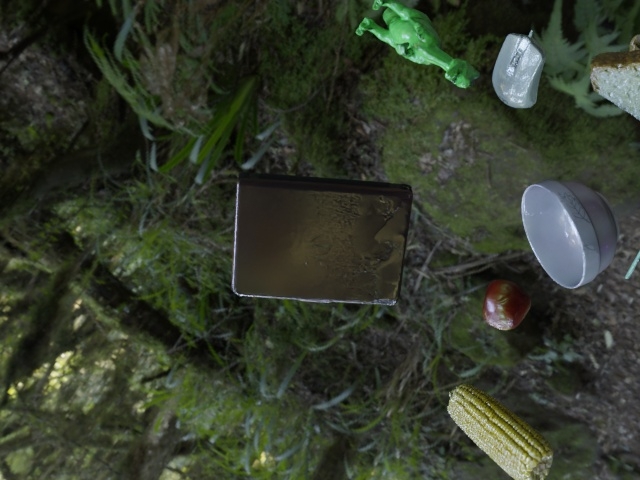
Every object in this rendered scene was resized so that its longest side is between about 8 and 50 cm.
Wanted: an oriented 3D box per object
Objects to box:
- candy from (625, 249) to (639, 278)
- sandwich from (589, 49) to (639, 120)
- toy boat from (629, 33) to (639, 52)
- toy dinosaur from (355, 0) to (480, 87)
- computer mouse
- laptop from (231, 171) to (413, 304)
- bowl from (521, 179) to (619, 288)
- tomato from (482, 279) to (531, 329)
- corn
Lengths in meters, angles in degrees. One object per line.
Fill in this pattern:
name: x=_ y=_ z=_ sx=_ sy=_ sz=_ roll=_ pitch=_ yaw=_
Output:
candy: x=0.639 y=0.004 z=1.139 sx=0.061 sy=0.060 sz=0.200 roll=27 pitch=137 yaw=27
sandwich: x=0.640 y=-0.230 z=1.012 sx=0.289 sy=0.099 sz=0.254 roll=-1 pitch=127 yaw=32
toy boat: x=0.866 y=-0.319 z=1.267 sx=0.446 sy=0.162 sz=0.135 roll=29 pitch=-150 yaw=-11
toy dinosaur: x=0.311 y=-0.580 z=1.640 sx=0.375 sy=0.143 sz=0.500 roll=32 pitch=-147 yaw=8
computer mouse: x=0.358 y=-0.303 z=1.055 sx=0.089 sy=0.056 sz=0.181 roll=40 pitch=162 yaw=24
laptop: x=0.000 y=0.000 z=0.697 sx=0.207 sy=0.153 sz=0.026 roll=4 pitch=-165 yaw=-3
bowl: x=0.652 y=-0.032 z=1.481 sx=0.287 sy=0.144 sz=0.286 roll=161 pitch=90 yaw=-88
tomato: x=0.320 y=0.112 z=0.997 sx=0.075 sy=0.087 sz=0.087 roll=14 pitch=161 yaw=29
corn: x=0.251 y=0.270 z=0.821 sx=0.165 sy=0.063 sz=0.085 roll=38 pitch=156 yaw=50
